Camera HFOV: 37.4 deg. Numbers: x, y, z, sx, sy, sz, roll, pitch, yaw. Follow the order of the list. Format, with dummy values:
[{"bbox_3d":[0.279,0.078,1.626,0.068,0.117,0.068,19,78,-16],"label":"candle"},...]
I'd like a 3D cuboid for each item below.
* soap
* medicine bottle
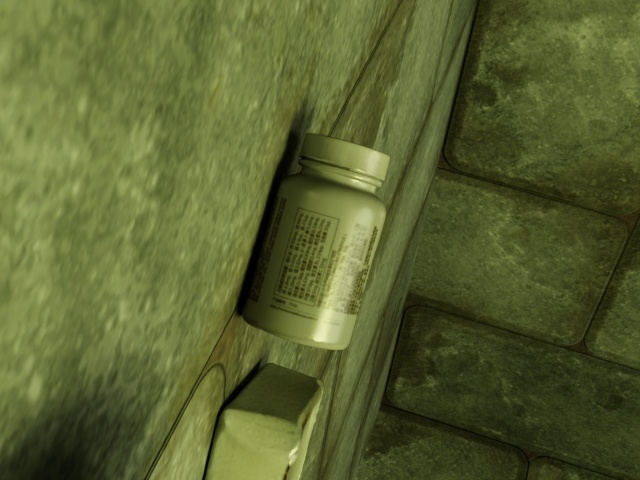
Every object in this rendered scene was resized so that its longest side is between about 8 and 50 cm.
[{"bbox_3d":[-0.053,0.204,0.758,0.121,0.064,0.183,-46,151,-73],"label":"soap"},{"bbox_3d":[0.000,0.000,0.662,0.079,0.079,0.140,7,98,-81],"label":"medicine bottle"}]
